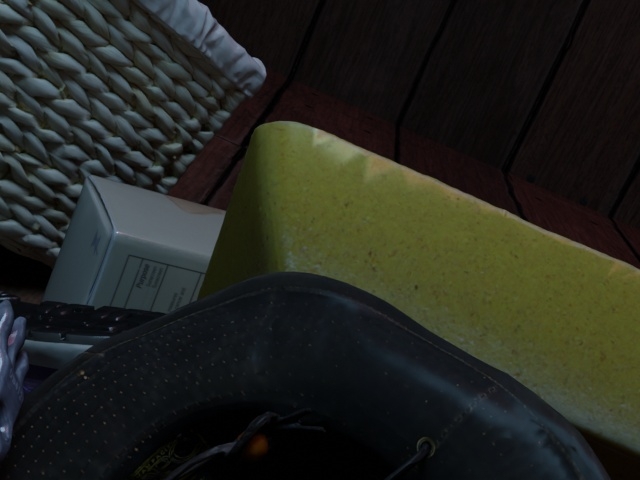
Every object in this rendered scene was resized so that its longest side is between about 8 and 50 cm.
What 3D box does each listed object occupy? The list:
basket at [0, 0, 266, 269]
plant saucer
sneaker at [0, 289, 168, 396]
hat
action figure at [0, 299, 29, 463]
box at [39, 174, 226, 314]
[{"bbox_3d":[-0.291,-0.176,0.921,0.328,0.266,0.331,34,-3,31],"label":"basket"},{"bbox_3d":[0.065,0.122,0.666,0.333,0.332,0.081,23,47,-1],"label":"plant saucer"},{"bbox_3d":[-0.206,0.100,0.657,0.283,0.124,0.107,5,8,39],"label":"sneaker"},{"bbox_3d":[-0.015,0.185,0.504,0.331,0.331,0.134,34,-21,30],"label":"hat"},{"bbox_3d":[-0.313,0.098,0.429,0.370,0.275,0.248,-2,-22,-8],"label":"action figure"},{"bbox_3d":[-0.055,0.067,0.868,0.311,0.148,0.121,17,18,-27],"label":"box"}]
